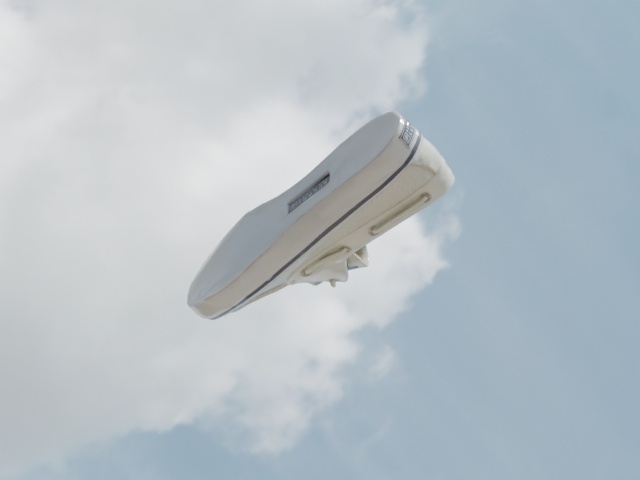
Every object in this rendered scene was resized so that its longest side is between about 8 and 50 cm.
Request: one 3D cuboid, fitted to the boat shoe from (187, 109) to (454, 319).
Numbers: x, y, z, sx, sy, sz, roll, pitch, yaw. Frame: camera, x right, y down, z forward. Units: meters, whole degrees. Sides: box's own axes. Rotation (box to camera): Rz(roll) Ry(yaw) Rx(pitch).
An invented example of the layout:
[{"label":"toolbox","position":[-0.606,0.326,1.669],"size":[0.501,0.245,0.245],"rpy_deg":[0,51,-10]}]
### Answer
[{"label":"boat shoe","position":[0.000,0.000,0.406],"size":[0.100,0.035,0.035],"rpy_deg":[-38,-64,24]}]
